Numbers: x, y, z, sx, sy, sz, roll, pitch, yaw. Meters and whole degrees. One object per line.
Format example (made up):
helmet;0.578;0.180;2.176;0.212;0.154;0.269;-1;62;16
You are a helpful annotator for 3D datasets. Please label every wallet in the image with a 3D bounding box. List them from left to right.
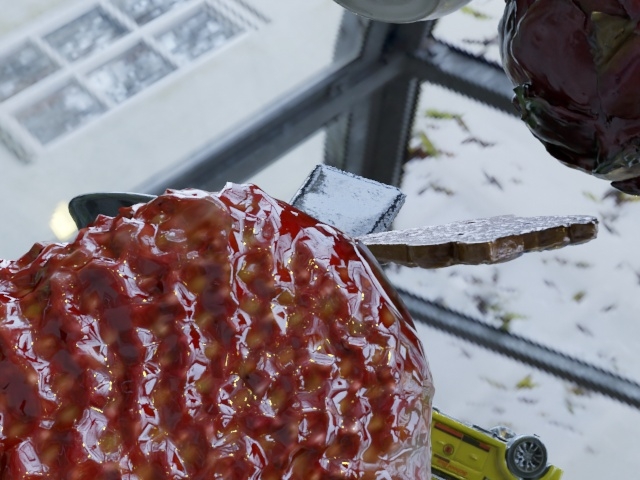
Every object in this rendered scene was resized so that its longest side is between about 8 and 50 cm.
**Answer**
wallet;0.000;0.000;1.400;0.124;0.244;0.025;19;-44;15

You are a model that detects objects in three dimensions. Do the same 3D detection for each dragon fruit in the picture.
dragon fruit;0.324;-0.195;1.175;0.329;0.329;0.329;42;-26;26

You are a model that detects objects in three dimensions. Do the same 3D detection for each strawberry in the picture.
strawberry;-0.095;0.134;0.625;0.312;0.351;0.267;47;0;-3

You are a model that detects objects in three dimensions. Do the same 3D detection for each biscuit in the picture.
biscuit;0.147;0.003;1.259;0.280;0.183;0.043;-8;-86;24

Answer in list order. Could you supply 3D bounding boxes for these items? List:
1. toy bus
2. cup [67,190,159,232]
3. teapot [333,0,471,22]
toy bus;0.148;0.283;1.664;0.330;0.152;0.144;25;-7;-7
cup;-0.100;0.068;0.866;0.199;0.150;0.199;13;-14;3
teapot;0.067;-0.317;1.181;0.208;0.166;0.299;20;-27;36
